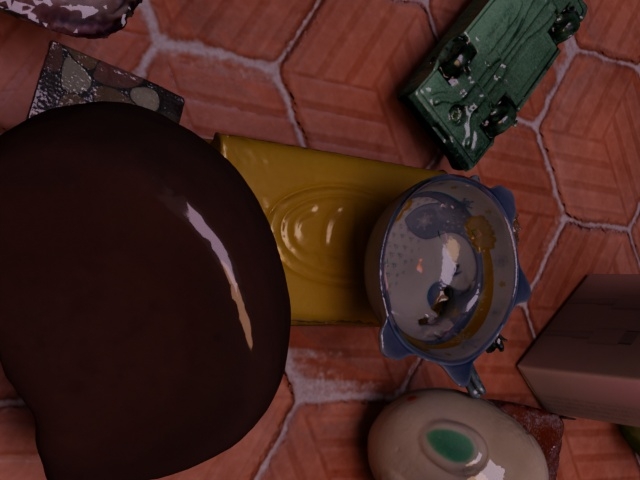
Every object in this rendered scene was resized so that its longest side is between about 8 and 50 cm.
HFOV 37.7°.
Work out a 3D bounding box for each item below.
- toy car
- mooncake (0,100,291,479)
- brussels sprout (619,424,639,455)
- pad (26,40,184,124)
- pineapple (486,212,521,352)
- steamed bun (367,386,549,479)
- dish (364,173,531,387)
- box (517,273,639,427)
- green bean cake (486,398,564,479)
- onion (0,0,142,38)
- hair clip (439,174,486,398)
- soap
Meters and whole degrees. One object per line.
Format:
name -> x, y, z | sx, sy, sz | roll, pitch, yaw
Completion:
toy car -> 0.223, -0.247, 1.213 | 0.141, 0.097, 0.320 | 48, 65, -23
mooncake -> -0.181, 0.056, 0.843 | 0.326, 0.174, 0.334 | 31, 112, -7
brussels sprout -> 0.539, 0.262, 1.403 | 0.183, 0.145, 0.131 | -32, 134, -25
pad -> -0.233, -0.066, 0.954 | 0.158, 0.003, 0.235 | 20, 78, -33
pineapple -> 0.207, 0.040, 1.206 | 0.083, 0.103, 0.221 | 13, 78, -11
steamed bun -> 0.162, 0.276, 1.106 | 0.228, 0.130, 0.177 | 36, 109, -13
dish -> 0.120, 0.043, 1.028 | 0.236, 0.086, 0.227 | -22, 102, -34
box -> 0.424, 0.144, 1.251 | 0.203, 0.252, 0.106 | -44, 112, -26
green bean cake -> 0.257, 0.286, 1.252 | 0.135, 0.056, 0.135 | 18, 80, -34
onion -> -0.268, -0.357, 0.863 | 0.280, 0.146, 0.314 | 22, 85, -18
hair clip -> 0.165, 0.057, 1.142 | 0.048, 0.083, 0.275 | 37, 48, -65
soap -> 0.001, 0.000, 1.057 | 0.324, 0.096, 0.204 | 5, 86, -34
